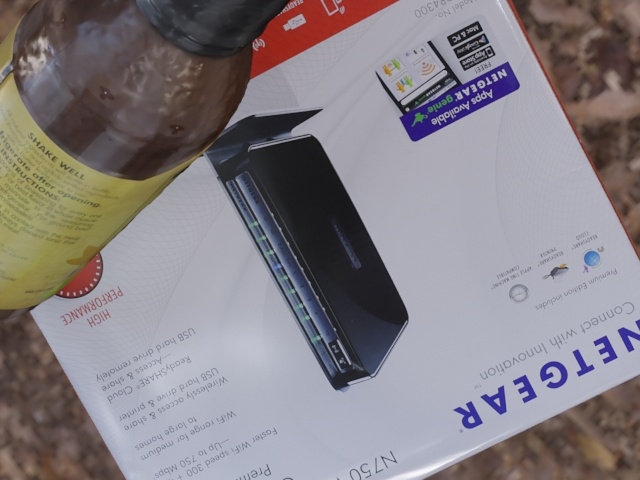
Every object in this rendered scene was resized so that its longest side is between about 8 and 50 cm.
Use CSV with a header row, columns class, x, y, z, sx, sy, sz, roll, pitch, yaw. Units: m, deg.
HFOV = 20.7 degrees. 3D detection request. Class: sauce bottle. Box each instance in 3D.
class,x,y,z,sx,sy,sz,roll,pitch,yaw
sauce bottle,-0.106,-0.068,0.852,0.111,0.111,0.344,53,137,-1

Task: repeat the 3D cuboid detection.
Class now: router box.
class,x,y,z,sx,sy,sz,roll,pitch,yaw
router box,0.000,0.000,1.043,0.335,0.082,0.301,-28,98,10
